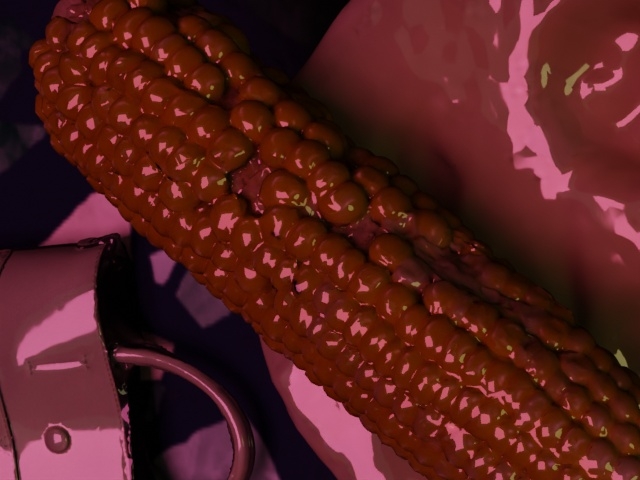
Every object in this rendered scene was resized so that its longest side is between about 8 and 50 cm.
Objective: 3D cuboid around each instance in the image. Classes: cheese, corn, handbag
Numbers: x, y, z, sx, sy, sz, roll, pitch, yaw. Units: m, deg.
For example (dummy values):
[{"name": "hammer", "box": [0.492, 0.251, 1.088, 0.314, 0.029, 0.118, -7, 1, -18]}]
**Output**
[{"name": "cheese", "box": [0.121, 0.007, 0.486, 0.327, 0.115, 0.317, 2, 102, 33]}, {"name": "corn", "box": [0.000, 0.000, 0.441, 0.320, 0.097, 0.097, 41, 119, 19]}, {"name": "handbag", "box": [-0.177, 0.117, 0.736, 0.316, 0.109, 0.241, -5, 100, 19]}]
